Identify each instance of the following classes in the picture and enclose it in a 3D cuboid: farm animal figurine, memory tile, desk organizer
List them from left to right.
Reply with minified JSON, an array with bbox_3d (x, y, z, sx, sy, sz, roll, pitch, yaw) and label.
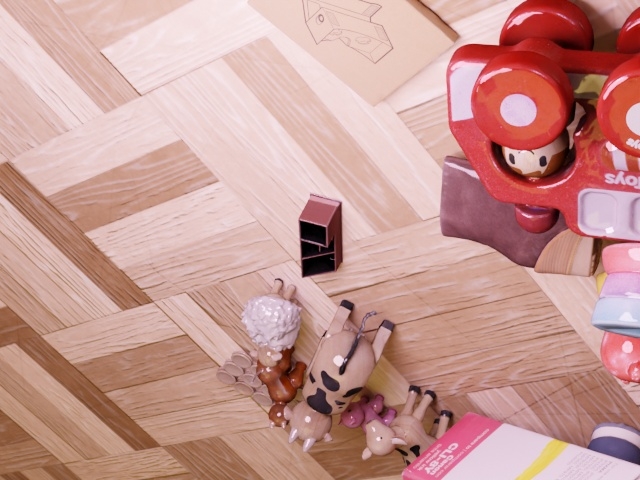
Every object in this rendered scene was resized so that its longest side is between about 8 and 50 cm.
[{"bbox_3d":[-0.098,0.241,2.148,0.148,0.012,0.113,31,143,-6],"label":"memory tile"},{"bbox_3d":[0.000,0.000,1.775,0.047,0.050,0.130,15,141,15],"label":"desk organizer"},{"bbox_3d":[0.034,0.240,1.935,0.330,0.172,0.326,16,141,14],"label":"farm animal figurine"}]

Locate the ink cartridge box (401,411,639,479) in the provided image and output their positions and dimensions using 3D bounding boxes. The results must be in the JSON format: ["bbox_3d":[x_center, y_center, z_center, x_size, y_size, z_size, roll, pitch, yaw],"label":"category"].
[{"bbox_3d":[0.327,0.426,1.800,0.385,0.160,0.279,7,129,59],"label":"ink cartridge box"}]

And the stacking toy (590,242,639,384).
[{"bbox_3d":[0.445,0.103,1.463,0.280,0.130,0.309,7,171,16],"label":"stacking toy"}]

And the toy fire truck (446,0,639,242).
[{"bbox_3d":[0.283,-0.106,1.339,0.302,0.169,0.253,5,126,19],"label":"toy fire truck"}]

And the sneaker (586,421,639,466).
[{"bbox_3d":[0.435,0.413,1.933,0.112,0.131,0.319,6,138,23],"label":"sneaker"}]

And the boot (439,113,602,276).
[{"bbox_3d":[0.240,-0.067,1.524,0.207,0.090,0.248,19,135,21],"label":"boot"}]

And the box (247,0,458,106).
[{"bbox_3d":[0.034,-0.256,1.480,0.201,0.021,0.164,38,142,-15],"label":"box"}]
